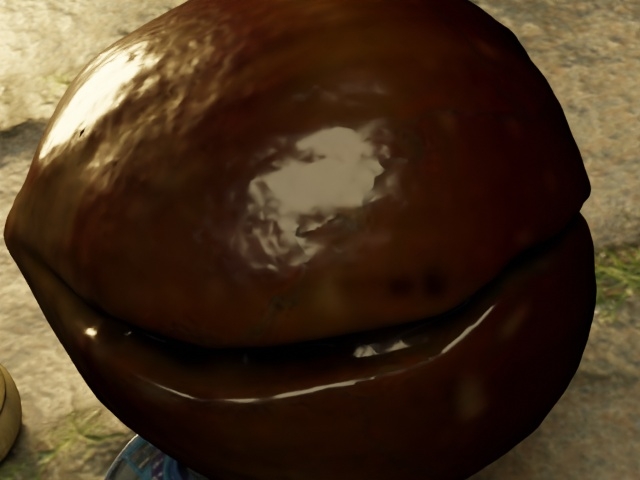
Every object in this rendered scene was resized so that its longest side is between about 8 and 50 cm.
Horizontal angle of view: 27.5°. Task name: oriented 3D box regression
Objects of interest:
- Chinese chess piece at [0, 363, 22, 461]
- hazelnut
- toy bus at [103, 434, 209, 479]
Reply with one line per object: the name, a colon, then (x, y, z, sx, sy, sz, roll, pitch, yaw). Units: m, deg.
Chinese chess piece: (-0.308, 0.145, 1.078, 0.122, 0.051, 0.122, -4, 51, 5)
hazelnut: (0.000, 0.000, 0.942, 0.402, 0.402, 0.429, -17, 39, -6)
toy bus: (-0.067, 0.231, 0.963, 0.094, 0.079, 0.236, -38, 57, -18)
